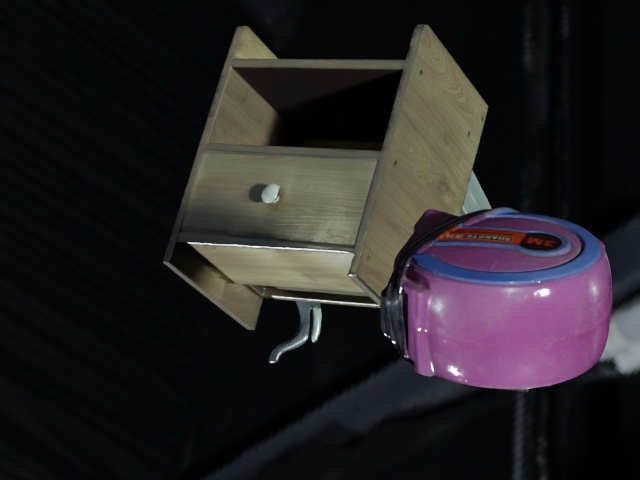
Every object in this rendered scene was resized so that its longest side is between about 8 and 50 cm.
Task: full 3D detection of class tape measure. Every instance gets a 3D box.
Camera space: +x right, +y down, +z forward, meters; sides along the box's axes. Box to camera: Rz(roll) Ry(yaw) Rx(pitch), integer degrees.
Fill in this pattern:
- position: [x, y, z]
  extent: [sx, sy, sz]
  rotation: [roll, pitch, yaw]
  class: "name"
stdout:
- position: [0.096, 0.028, 0.796]
  extent: [0.118, 0.074, 0.125]
  rotation: [6, -155, 21]
  class: "tape measure"

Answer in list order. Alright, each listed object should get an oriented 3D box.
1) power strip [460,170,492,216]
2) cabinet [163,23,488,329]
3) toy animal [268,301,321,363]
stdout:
- position: [0.143, -0.045, 1.698]
  extent: [0.064, 0.213, 0.198]
  rotation: [-28, 171, 13]
  class: "power strip"
- position: [0.007, -0.047, 1.184]
  extent: [0.174, 0.148, 0.215]
  rotation: [4, -112, 31]
  class: "cabinet"
- position: [0.009, 0.003, 1.680]
  extent: [0.082, 0.137, 0.270]
  rotation: [156, -66, -79]
  class: "toy animal"
